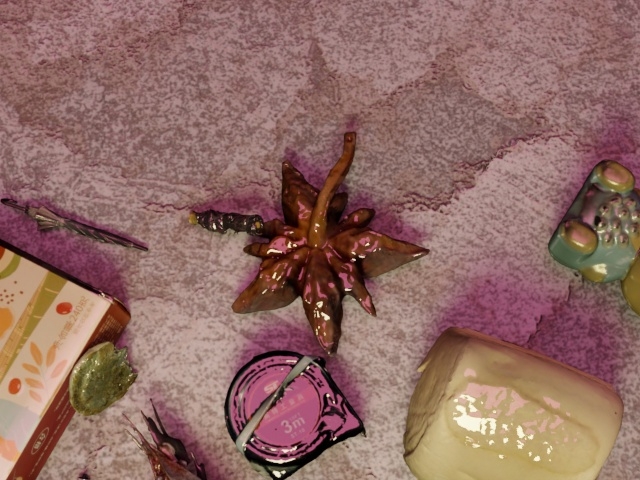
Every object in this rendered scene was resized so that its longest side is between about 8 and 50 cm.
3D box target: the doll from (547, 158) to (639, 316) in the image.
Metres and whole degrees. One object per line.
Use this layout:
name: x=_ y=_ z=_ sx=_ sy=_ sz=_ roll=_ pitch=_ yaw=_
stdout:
doll: x=0.491 y=0.018 z=1.341 sx=0.260 sy=0.161 sz=0.177 roll=31 pitch=77 yaw=11

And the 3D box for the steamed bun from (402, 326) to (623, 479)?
steamed bun: x=0.259 y=0.282 z=1.240 sx=0.290 sy=0.273 sz=0.272 roll=16 pitch=88 yaw=11

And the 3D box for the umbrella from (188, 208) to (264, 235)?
umbrella: x=-0.153 y=-0.029 z=1.426 sx=0.143 sy=0.040 sz=0.037 roll=7 pitch=26 yaw=35

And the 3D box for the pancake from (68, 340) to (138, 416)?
pancake: x=-0.329 y=0.210 z=1.328 sx=0.022 sy=0.130 sz=0.116 roll=29 pitch=54 yaw=32

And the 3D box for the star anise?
star anise: x=0.001 y=0.002 z=1.397 sx=0.349 sy=0.109 sz=0.292 roll=-43 pitch=80 yaw=-12

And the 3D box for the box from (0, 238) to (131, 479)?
box: x=-0.541 y=0.190 z=1.347 sx=0.344 sy=0.122 sz=0.385 roll=26 pitch=75 yaw=10

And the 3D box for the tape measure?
tape measure: x=-0.051 y=0.253 z=1.315 sx=0.182 sy=0.107 sz=0.181 roll=-27 pitch=76 yaw=-7

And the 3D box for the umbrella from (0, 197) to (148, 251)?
umbrella: x=-0.412 y=-0.021 z=1.456 sx=0.268 sy=0.044 sz=0.044 roll=19 pitch=104 yaw=9

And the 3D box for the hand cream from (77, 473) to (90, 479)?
hand cream: x=-0.364 y=0.398 z=1.329 sx=0.030 sy=0.019 sz=0.093 roll=12 pitch=79 yaw=4

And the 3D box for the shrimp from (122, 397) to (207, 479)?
shrimp: x=-0.193 y=0.389 z=1.266 sx=0.116 sy=0.145 sz=0.343 roll=-23 pitch=75 yaw=-32
